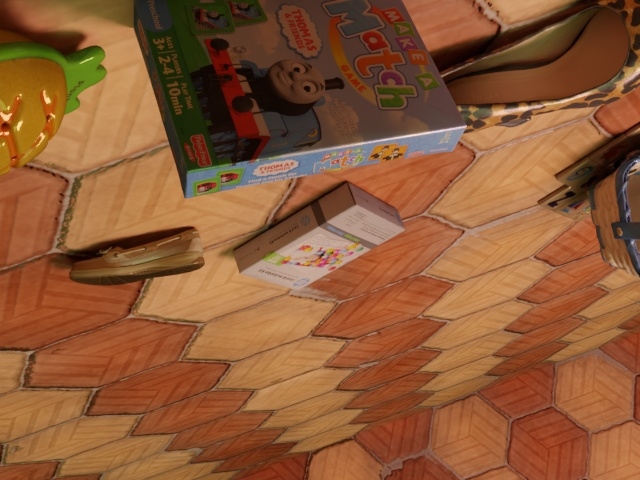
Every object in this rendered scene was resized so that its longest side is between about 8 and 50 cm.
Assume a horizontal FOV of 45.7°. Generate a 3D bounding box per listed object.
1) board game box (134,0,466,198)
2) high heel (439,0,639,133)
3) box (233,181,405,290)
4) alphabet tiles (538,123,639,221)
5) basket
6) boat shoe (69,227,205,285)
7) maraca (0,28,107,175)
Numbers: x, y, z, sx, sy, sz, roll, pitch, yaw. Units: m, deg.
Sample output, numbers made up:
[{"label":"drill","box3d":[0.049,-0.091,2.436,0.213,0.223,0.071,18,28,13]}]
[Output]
[{"label":"board game box","box3d":[-0.018,-0.123,0.574,0.212,0.160,0.039,-12,154,-20]},{"label":"high heel","box3d":[0.221,-0.174,0.728,0.186,0.093,0.261,-6,162,-43]},{"label":"box","box3d":[0.000,0.000,1.008,0.186,0.038,0.145,-29,155,22]},{"label":"alphabet tiles","box3d":[0.514,-0.130,1.169,0.343,0.011,0.285,-35,152,30]},{"label":"basket","box3d":[0.523,-0.045,1.056,0.255,0.200,0.289,-15,-173,-13]},{"label":"boat shoe","box3d":[-0.214,0.020,0.884,0.153,0.048,0.056,-9,167,-8]},{"label":"maraca","box3d":[-0.230,-0.100,0.545,0.127,0.099,0.186,-33,179,31]}]
